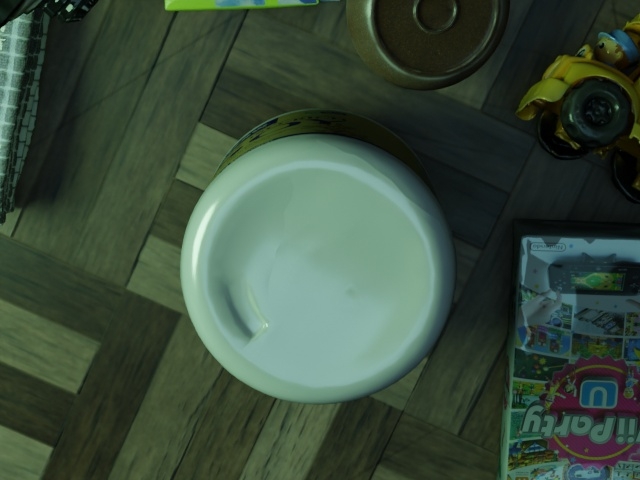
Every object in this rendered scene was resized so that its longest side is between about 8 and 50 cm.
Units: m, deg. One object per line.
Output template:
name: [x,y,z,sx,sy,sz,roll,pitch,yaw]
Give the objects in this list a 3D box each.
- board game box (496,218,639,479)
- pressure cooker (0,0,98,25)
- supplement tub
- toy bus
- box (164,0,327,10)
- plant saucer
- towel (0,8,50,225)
board game box: [0.308,0.137,1.500,0.224,0.097,0.303,2,102,1]
pressure cooker: [-0.258,-0.387,1.220,0.420,0.370,0.375,43,122,-13]
supplement tub: [0.000,0.000,1.357,0.241,0.331,0.241,0,101,0]
toy bus: [0.337,-0.157,1.426,0.220,0.149,0.211,28,87,-2]
box: [-0.071,-0.291,1.448,0.178,0.042,0.109,-2,101,2]
plant saucer: [0.110,-0.227,1.389,0.168,0.029,0.168,-4,107,-12]
towel: [-0.406,-0.174,1.436,0.235,0.121,0.283,10,101,-2]
